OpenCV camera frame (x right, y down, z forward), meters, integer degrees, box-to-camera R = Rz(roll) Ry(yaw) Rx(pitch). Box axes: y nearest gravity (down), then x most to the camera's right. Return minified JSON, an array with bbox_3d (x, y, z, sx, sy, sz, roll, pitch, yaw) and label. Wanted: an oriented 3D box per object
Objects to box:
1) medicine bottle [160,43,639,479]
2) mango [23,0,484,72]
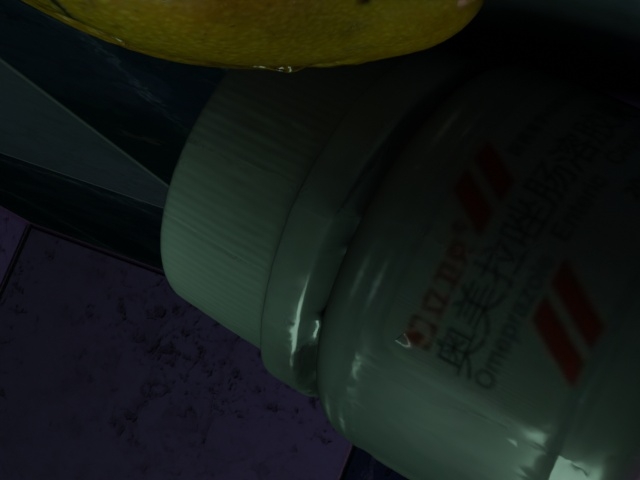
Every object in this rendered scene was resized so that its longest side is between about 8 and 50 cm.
[{"bbox_3d":[0.086,0.016,0.740,0.306,0.245,0.245,28,174,22],"label":"medicine bottle"},{"bbox_3d":[-0.073,-0.142,0.573,0.294,0.120,0.177,25,173,-18],"label":"mango"}]
